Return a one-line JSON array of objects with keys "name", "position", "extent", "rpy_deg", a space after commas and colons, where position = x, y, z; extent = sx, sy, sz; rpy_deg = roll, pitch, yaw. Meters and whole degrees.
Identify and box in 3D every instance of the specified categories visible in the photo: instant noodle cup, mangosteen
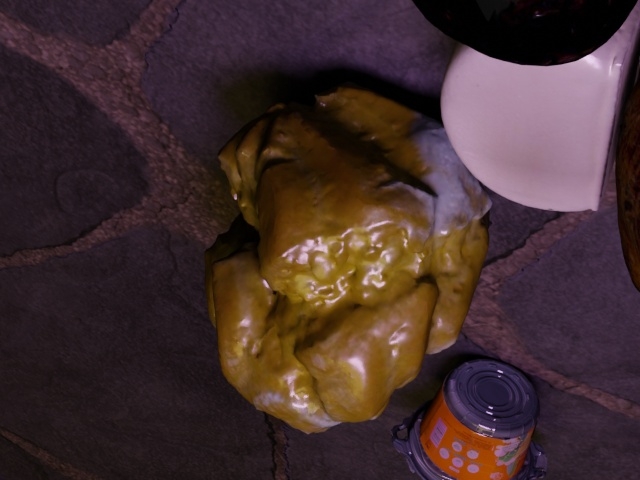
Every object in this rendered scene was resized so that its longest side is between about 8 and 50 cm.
[{"name": "instant noodle cup", "position": [0.207, 0.233, 1.900], "extent": [0.208, 0.177, 0.125], "rpy_deg": [0, 134, -17]}, {"name": "mangosteen", "position": [0.160, -0.263, 1.156], "extent": [0.243, 0.243, 0.243], "rpy_deg": [17, 147, 12]}]

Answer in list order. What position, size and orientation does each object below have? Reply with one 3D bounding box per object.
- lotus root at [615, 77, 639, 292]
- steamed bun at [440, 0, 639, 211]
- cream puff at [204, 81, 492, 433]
[{"name": "lotus root", "position": [0.354, -0.074, 1.318], "extent": [0.179, 0.196, 0.397], "rpy_deg": [4, 144, 9]}, {"name": "steamed bun", "position": [0.204, -0.150, 1.355], "extent": [0.164, 0.146, 0.241], "rpy_deg": [16, 147, 16]}, {"name": "cream puff", "position": [0.000, 0.000, 1.557], "extent": [0.275, 0.378, 0.378], "rpy_deg": [38, 145, -19]}]
